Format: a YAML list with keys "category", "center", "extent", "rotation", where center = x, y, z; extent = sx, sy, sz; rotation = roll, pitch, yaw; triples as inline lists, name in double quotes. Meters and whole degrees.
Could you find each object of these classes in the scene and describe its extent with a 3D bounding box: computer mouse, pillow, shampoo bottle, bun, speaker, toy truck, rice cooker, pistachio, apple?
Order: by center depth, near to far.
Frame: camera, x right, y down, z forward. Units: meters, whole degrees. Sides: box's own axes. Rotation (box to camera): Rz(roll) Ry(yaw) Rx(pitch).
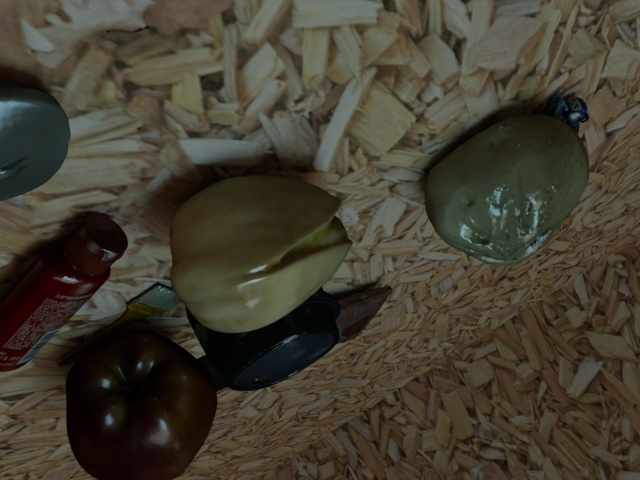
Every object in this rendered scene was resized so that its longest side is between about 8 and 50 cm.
- category: "computer mouse"
  center: [-0.415, -0.073, 0.696]
  extent: [0.330, 0.095, 0.197]
  rotation: [-15, 157, -31]
- category: "shampoo bottle"
  center: [-0.403, 0.084, 1.037]
  extent: [0.314, 0.076, 0.118]
  rotation: [-42, 153, 25]
- category: "pistachio"
  center: [-0.092, 0.011, 1.070]
  extent: [0.238, 0.229, 0.321]
  rotation: [-1, -163, 41]
- category: "rice cooker"
  center: [-0.104, 0.131, 1.293]
  extent: [0.267, 0.224, 0.267]
  rotation: [-23, 155, -11]
- category: "apple"
  center: [-0.343, 0.319, 1.334]
  extent: [0.288, 0.288, 0.317]
  rotation: [-22, 154, -17]
- category: "bun"
  center: [0.387, -0.094, 1.399]
  extent: [0.362, 0.234, 0.326]
  rotation: [0, 140, -45]
- category: "toy truck"
  center: [0.486, -0.261, 1.402]
  extent: [0.090, 0.056, 0.073]
  rotation: [15, 138, -42]
- category: "speaker"
  center: [-0.265, 0.330, 1.735]
  extent: [0.046, 0.040, 0.191]
  rotation: [-24, 156, -11]
- category: "pillow"
  center: [0.057, 0.205, 1.800]
  extent: [0.223, 0.084, 0.236]
  rotation: [-14, 154, -37]

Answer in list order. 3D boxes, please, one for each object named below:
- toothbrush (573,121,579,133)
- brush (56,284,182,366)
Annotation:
- category: "toothbrush"
  center: [0.581, -0.216, 1.632]
  extent: [0.031, 0.023, 0.321]
  rotation: [-39, 157, 4]
- category: "brush"
  center: [-0.380, 0.163, 1.304]
  extent: [0.272, 0.013, 0.103]
  rotation: [-33, 156, 9]
